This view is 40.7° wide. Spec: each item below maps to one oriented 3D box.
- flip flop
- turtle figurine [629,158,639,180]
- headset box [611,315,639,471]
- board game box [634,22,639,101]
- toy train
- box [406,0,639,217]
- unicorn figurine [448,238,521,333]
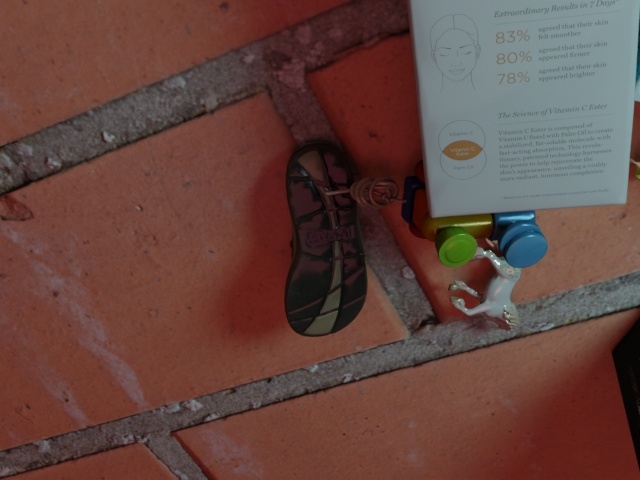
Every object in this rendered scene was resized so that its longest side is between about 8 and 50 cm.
[{"bbox_3d":[0.000,0.000,1.145,0.112,0.080,0.276,-6,110,-4],"label":"flip flop"},{"bbox_3d":[0.475,-0.070,1.011,0.270,0.087,0.217,6,148,45],"label":"turtle figurine"},{"bbox_3d":[0.544,0.226,1.143,0.283,0.246,0.131,19,127,-6],"label":"headset box"},{"bbox_3d":[0.480,-0.268,0.831,0.254,0.079,0.336,12,128,-2],"label":"board game box"},{"bbox_3d":[0.140,-0.022,1.039,0.248,0.143,0.105,-5,127,-9],"label":"toy train"},{"bbox_3d":[0.204,-0.215,0.898,0.215,0.168,0.345,-3,127,10],"label":"box"},{"bbox_3d":[0.234,0.069,1.175,0.111,0.060,0.161,17,127,-5],"label":"unicorn figurine"}]
